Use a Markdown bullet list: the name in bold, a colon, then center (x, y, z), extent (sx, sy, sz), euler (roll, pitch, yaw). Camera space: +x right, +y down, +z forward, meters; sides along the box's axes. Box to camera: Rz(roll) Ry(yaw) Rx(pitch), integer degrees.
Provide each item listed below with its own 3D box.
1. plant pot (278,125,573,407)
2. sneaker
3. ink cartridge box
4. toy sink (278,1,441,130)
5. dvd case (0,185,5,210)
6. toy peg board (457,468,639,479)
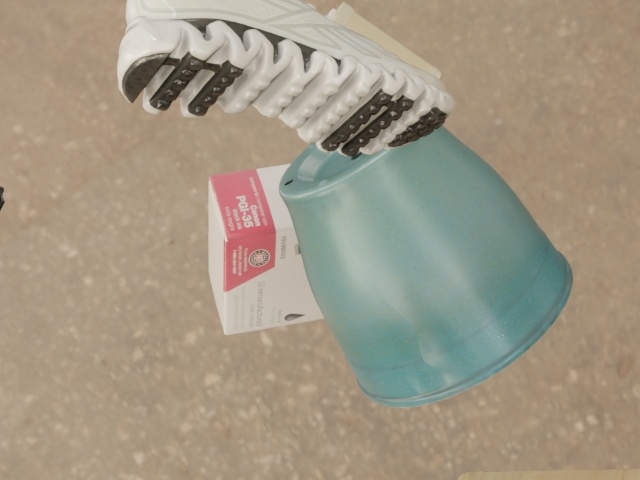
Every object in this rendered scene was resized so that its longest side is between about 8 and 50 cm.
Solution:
- **plant pot**: center (0.093, -0.003, 1.371), extent (0.272, 0.255, 0.271), euler (-30, 21, 13)
- **sneaker**: center (-0.017, -0.144, 0.966), extent (0.110, 0.292, 0.118), euler (-35, 53, 44)
- **ink cartridge box**: center (0.000, 0.000, 1.665), extent (0.283, 0.207, 0.117), euler (-9, 50, -12)
- **toy sink**: center (0.022, -0.227, 1.758), extent (0.234, 0.153, 0.131), euler (32, 62, -10)
- **dvd case**: center (-0.281, 0.022, 0.649), extent (0.165, 0.018, 0.221), euler (18, 42, -1)
- **toy peg board**: center (0.153, 0.227, 0.778), extent (0.161, 0.079, 0.161), euler (-7, 35, 28)
